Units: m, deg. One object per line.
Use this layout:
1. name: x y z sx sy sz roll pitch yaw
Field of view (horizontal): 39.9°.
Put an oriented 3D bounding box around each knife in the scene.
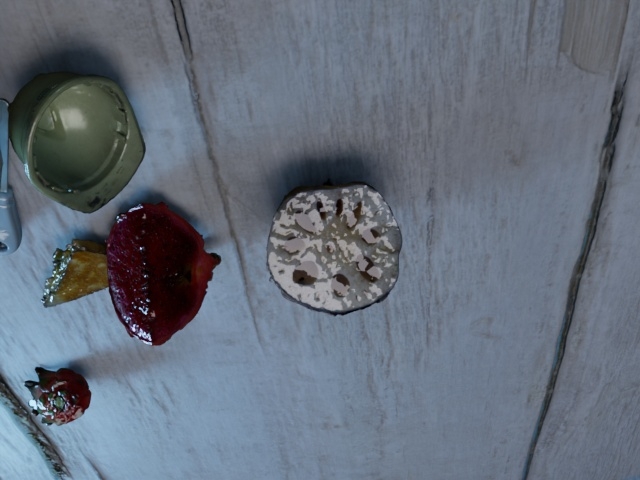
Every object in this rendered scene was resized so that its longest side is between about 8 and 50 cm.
1. knife: -0.561 -0.105 1.506 0.080 0.044 0.331 4 132 -9

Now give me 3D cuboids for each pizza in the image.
1. pizza: -0.472 0.067 1.715 0.195 0.052 0.185 -34 143 16

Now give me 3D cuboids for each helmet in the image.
1. helmet: -0.407 -0.175 1.389 0.204 0.137 0.257 -50 152 -17

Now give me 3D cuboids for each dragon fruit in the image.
1. dragon fruit: -0.295 0.059 1.682 0.211 0.262 0.134 -2 -179 -43
2. dragon fruit: -0.580 0.350 1.961 0.142 0.130 0.121 15 160 29

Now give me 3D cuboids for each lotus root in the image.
1. lotus root: 0.021 -0.007 1.666 0.272 0.192 0.272 -2 111 -5

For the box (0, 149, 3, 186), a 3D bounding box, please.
1. box: -0.595 -0.171 1.300 0.203 0.116 0.274 -3 139 -12
